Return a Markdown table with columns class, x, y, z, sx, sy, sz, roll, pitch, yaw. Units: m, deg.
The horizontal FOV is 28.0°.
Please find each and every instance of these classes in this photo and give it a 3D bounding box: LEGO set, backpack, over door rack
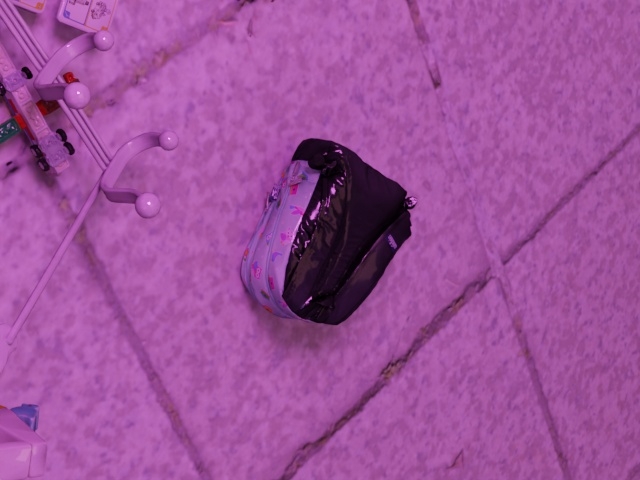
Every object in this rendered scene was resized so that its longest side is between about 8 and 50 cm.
| class | x | y | z | sx | sy | sz | roll | pitch | yaw |
| --- | --- | --- | --- | --- | --- | --- | --- | --- | --- |
| LEGO set | -0.284 | -0.160 | 1.114 | 0.182 | 0.060 | 0.244 | 17 | 84 | -34 |
| backpack | 0.000 | 0.000 | 1.356 | 0.152 | 0.115 | 0.182 | 30 | 79 | -31 |
| over door rack | -0.240 | -0.078 | 0.995 | 0.239 | 0.108 | 0.324 | 59 | 38 | -26 |

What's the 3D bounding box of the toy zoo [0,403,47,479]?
| class | x | y | z | sx | sy | sz | roll | pitch | yaw |
| --- | --- | --- | --- | --- | --- | --- | --- | --- | --- |
| toy zoo | -0.351 | 0.155 | 1.002 | 0.293 | 0.192 | 0.030 | 0 | 100 | -44 |
